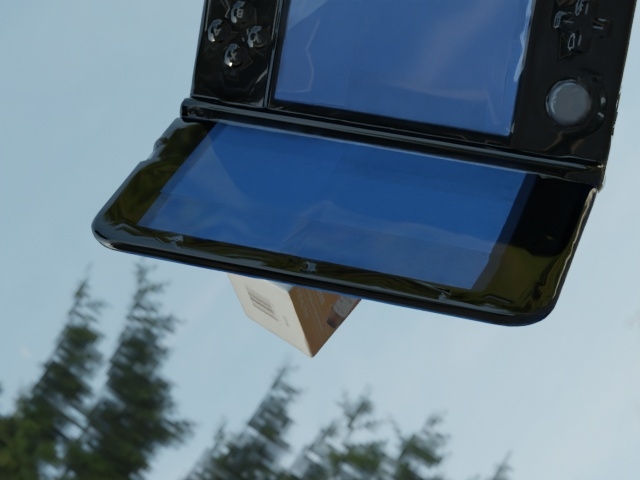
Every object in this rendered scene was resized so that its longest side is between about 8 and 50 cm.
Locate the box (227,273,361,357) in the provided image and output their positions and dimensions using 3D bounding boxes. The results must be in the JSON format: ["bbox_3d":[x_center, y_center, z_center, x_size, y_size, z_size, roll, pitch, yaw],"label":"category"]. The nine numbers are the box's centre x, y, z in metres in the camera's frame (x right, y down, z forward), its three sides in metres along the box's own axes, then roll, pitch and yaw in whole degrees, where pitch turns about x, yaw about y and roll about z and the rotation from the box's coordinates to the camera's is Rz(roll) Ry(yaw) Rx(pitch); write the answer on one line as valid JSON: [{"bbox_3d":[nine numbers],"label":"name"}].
[{"bbox_3d":[0.000,0.000,1.532,0.170,0.091,0.130,-50,-29,-18],"label":"box"}]

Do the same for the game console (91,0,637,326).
[{"bbox_3d":[0.033,-0.098,1.011,0.173,0.293,0.250,-8,-72,-74],"label":"game console"}]
